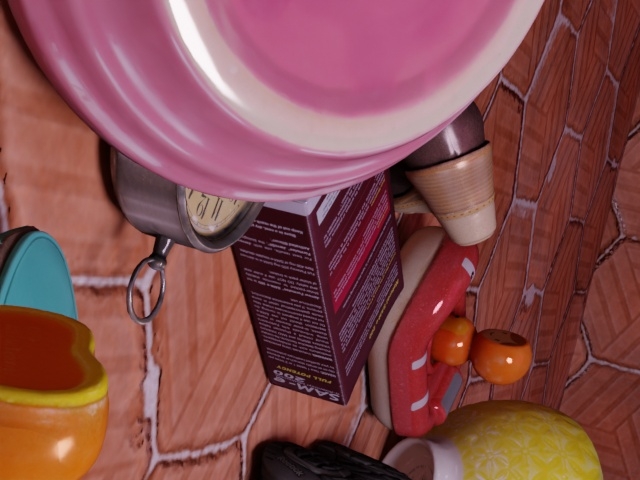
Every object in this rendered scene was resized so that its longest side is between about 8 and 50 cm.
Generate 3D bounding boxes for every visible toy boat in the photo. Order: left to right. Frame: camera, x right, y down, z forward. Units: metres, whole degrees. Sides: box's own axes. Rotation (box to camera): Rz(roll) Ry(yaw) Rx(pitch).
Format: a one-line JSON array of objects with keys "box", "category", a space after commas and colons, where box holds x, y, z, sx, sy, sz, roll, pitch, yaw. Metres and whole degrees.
[{"box": [0.134, 0.098, 1.256, 0.231, 0.151, 0.151, 84, 28, -44], "category": "toy boat"}]

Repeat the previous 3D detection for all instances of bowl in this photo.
[{"box": [0.145, 0.288, 1.361, 0.156, 0.289, 0.289, 27, 74, -26], "category": "bowl"}]

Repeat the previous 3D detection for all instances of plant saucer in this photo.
[{"box": [0.008, -0.172, 0.625, 0.332, 0.084, 0.332, -16, 118, -32], "category": "plant saucer"}]

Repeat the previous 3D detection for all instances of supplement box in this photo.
[{"box": [0.000, 0.000, 0.954, 0.239, 0.073, 0.130, 79, 32, -48], "category": "supplement box"}]

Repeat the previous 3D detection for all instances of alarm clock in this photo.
[{"box": [-0.077, -0.043, 0.737, 0.129, 0.064, 0.192, 48, 56, -66], "category": "alarm clock"}]

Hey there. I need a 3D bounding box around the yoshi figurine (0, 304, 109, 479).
[{"box": [-0.192, 0.198, 0.437, 0.203, 0.203, 0.362, 0, 112, -51], "category": "yoshi figurine"}]

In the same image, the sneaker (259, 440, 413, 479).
[{"box": [0.006, 0.250, 1.127, 0.286, 0.109, 0.130, 22, 90, -61], "category": "sneaker"}]

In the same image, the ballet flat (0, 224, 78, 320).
[{"box": [-0.157, 0.117, 0.584, 0.083, 0.087, 0.247, 20, 61, -63], "category": "ballet flat"}]

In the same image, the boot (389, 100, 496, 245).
[{"box": [0.069, -0.120, 1.008, 0.248, 0.090, 0.207, -125, -167, -71], "category": "boot"}]
